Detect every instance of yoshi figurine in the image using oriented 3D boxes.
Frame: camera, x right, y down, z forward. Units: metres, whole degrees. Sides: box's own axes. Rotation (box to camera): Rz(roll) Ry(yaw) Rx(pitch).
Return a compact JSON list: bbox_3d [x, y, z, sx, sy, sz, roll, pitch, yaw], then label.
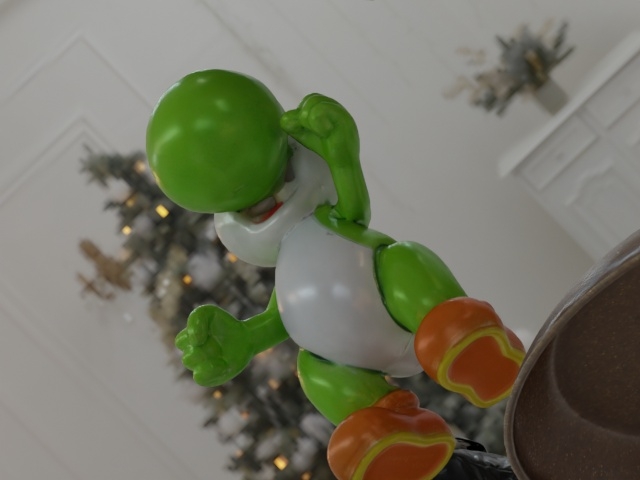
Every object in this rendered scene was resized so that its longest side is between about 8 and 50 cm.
[{"bbox_3d":[-0.022,0.000,1.018,0.203,0.362,0.203,-22,-39,-19],"label":"yoshi figurine"}]

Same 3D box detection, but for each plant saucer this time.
[{"bbox_3d":[0.161,0.039,0.518,0.198,0.198,0.036,-43,40,28],"label":"plant saucer"}]

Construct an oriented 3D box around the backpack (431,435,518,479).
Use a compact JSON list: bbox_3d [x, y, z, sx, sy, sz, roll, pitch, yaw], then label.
[{"bbox_3d":[0.153,0.250,1.267,0.182,0.152,0.115,60,-130,-72],"label":"backpack"}]
